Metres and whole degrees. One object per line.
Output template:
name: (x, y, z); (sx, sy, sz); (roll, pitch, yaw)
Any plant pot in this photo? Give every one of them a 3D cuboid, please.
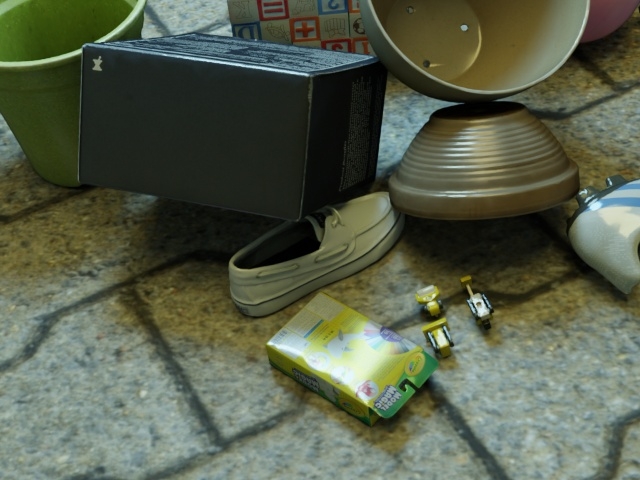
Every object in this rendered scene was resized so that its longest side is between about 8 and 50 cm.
plant pot: (-0.346, -0.222, 1.568); (0.276, 0.254, 0.276); (-4, 46, 4)
plant pot: (0.198, -0.108, 1.412); (0.237, 0.109, 0.237); (-6, 16, 2)
plant pot: (0.169, -0.293, 1.449); (0.284, 0.191, 0.284); (2, 79, -12)

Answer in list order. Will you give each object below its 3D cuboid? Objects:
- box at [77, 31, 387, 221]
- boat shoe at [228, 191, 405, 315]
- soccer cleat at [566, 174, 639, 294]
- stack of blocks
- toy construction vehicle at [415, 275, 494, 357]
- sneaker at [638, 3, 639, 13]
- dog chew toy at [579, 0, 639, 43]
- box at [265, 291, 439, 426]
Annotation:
box: (-0.104, -0.153, 1.437); (0.296, 0.182, 0.294); (10, 15, 19)
boat shoe: (0.000, 0.000, 1.418); (0.258, 0.084, 0.095); (-34, 50, -24)
soccer cleat: (0.455, -0.044, 1.394); (0.331, 0.116, 0.143); (-28, 64, -15)
stack of blocks: (0.021, -0.318, 1.666); (0.297, 0.171, 0.087); (-5, 46, 2)
toy construction vehicle: (0.158, 0.089, 1.350); (0.086, 0.035, 0.098); (-24, 44, 0)
sneaker: (0.597, -0.319, 1.629); (0.122, 0.110, 0.283); (-27, 48, -22)
dog chew toy: (0.302, -0.398, 1.620); (0.332, 0.206, 0.206); (7, 38, -29)
box: (0.038, 0.138, 1.310); (0.179, 0.043, 0.105); (27, 55, 33)
